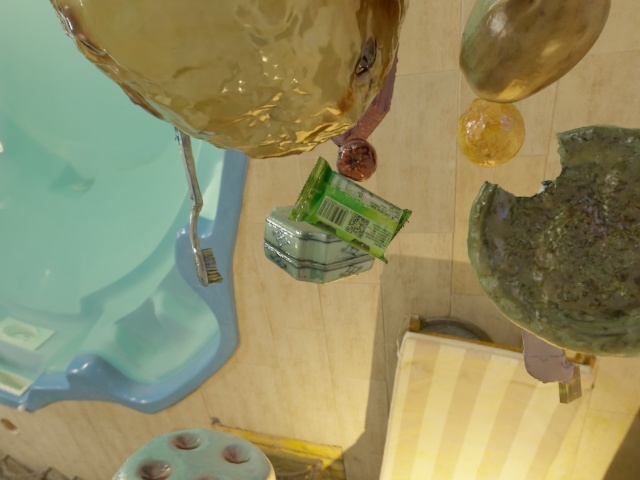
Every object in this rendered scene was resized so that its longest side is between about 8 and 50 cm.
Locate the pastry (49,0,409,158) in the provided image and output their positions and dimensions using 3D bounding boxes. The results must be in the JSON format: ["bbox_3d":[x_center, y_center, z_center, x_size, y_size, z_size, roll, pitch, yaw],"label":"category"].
[{"bbox_3d":[-0.087,-0.279,0.401,0.313,0.388,0.388,11,120,25],"label":"pastry"}]

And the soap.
[{"bbox_3d":[0.085,-0.373,1.024,0.182,0.112,0.289,17,106,32],"label":"soap"}]

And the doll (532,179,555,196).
[{"bbox_3d":[0.798,-0.171,1.188,0.177,0.141,0.314,30,141,-19],"label":"doll"}]

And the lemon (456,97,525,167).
[{"bbox_3d":[0.374,-0.245,0.894,0.142,0.187,0.142,7,150,4],"label":"lemon"}]

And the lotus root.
[{"bbox_3d":[0.316,-0.327,0.580,0.183,0.182,0.310,31,166,1],"label":"lotus root"}]

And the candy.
[{"bbox_3d":[0.050,-0.041,0.615,0.178,0.032,0.102,26,87,-21],"label":"candy"}]

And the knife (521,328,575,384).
[{"bbox_3d":[0.418,0.123,0.780,0.132,0.038,0.398,-8,112,28],"label":"knife"}]

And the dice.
[{"bbox_3d":[-0.247,0.547,0.764,0.268,0.262,0.264,9,92,11],"label":"dice"}]

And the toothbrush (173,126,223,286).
[{"bbox_3d":[-0.239,-0.110,0.744,0.035,0.042,0.413,-45,57,54],"label":"toothbrush"}]

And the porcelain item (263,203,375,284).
[{"bbox_3d":[0.000,0.000,1.153,0.286,0.282,0.157,29,123,45],"label":"porcelain item"}]

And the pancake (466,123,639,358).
[{"bbox_3d":[0.280,-0.001,0.418,0.254,0.037,0.253,-9,75,36],"label":"pancake"}]

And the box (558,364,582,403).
[{"bbox_3d":[0.676,0.386,1.088,0.022,0.156,0.088,-7,76,44],"label":"box"}]

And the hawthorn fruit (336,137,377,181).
[{"bbox_3d":[0.076,-0.164,0.817,0.093,0.093,0.093,8,119,15],"label":"hawthorn fruit"}]
